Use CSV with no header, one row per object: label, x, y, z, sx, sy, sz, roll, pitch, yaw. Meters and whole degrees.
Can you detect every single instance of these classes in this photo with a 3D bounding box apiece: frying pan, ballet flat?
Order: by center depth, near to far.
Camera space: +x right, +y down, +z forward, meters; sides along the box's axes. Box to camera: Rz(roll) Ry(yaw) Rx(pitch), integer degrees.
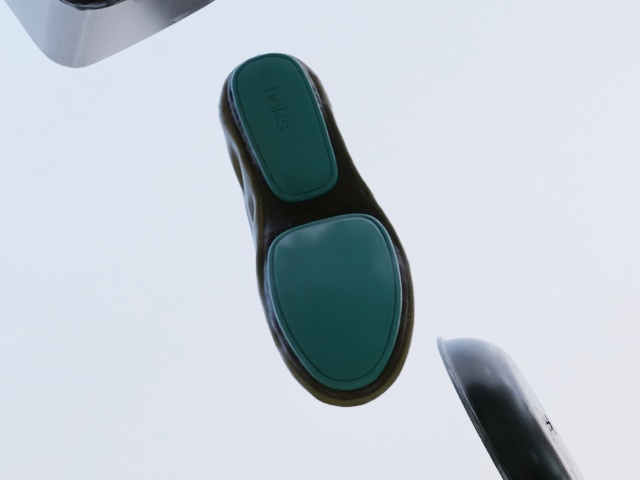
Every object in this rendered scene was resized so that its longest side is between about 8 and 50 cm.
ballet flat,0.000,0.000,0.837,0.080,0.232,0.073,-11,-35,-4
frying pan,0.165,0.178,1.124,0.053,0.197,0.326,-31,-40,7

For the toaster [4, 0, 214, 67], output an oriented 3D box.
toaster,-0.071,-0.174,0.621,0.168,0.110,0.185,-35,-91,-15
